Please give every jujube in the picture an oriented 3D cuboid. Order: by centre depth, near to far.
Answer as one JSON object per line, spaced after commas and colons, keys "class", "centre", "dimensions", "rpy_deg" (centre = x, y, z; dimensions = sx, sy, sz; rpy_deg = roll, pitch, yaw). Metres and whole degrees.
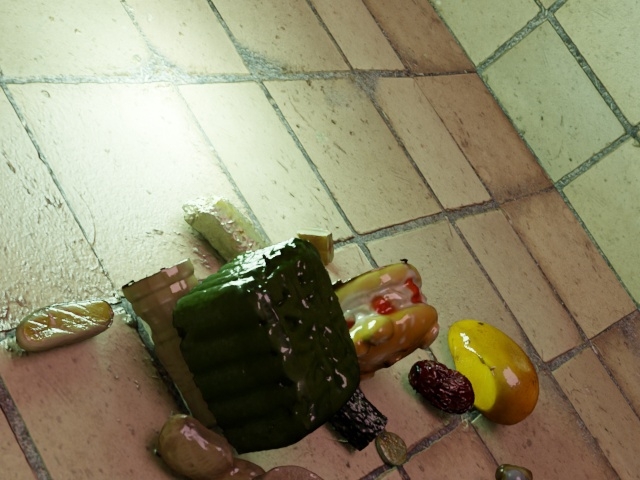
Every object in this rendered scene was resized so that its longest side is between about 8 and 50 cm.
{"class": "jujube", "centre": [0.274, 0.326, 2.339], "dimensions": [0.166, 0.104, 0.104], "rpy_deg": [39, 35, -14]}

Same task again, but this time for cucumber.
{"class": "cucumber", "centre": [-0.017, 0.265, 2.062], "dimensions": [0.359, 0.096, 0.096], "rpy_deg": [45, 33, -4]}

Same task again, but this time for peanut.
{"class": "peanut", "centre": [-0.178, 0.378, 1.743], "dimensions": [0.228, 0.104, 0.086], "rpy_deg": [41, 42, -17]}

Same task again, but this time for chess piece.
{"class": "chess piece", "centre": [-0.237, 0.189, 1.865], "dimensions": [0.137, 0.137, 0.301], "rpy_deg": [-24, 90, -56]}

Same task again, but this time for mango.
{"class": "mango", "centre": [0.415, 0.307, 2.484], "dimensions": [0.191, 0.160, 0.290], "rpy_deg": [-4, 51, -44]}

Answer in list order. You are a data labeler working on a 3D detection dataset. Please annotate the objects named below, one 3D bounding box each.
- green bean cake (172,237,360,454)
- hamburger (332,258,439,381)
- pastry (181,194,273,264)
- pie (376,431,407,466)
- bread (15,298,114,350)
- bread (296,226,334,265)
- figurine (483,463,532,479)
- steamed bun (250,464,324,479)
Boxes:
{"class": "green bean cake", "centre": [-0.075, 0.174, 1.835], "dimensions": [0.319, 0.218, 0.335], "rpy_deg": [-43, 116, -59]}
{"class": "hamburger", "centre": [0.113, 0.172, 2.131], "dimensions": [0.186, 0.261, 0.303], "rpy_deg": [64, 1, 21]}
{"class": "pastry", "centre": [-0.175, 0.000, 2.141], "dimensions": [0.258, 0.089, 0.121], "rpy_deg": [50, 20, -5]}
{"class": "pie", "centre": [0.150, 0.434, 2.157], "dimensions": [0.085, 0.017, 0.085], "rpy_deg": [31, 36, -26]}
{"class": "bread", "centre": [-0.430, 0.141, 1.722], "dimensions": [0.214, 0.053, 0.073], "rpy_deg": [-15, 74, -57]}
{"class": "bread", "centre": [0.000, 0.000, 2.367], "dimensions": [0.109, 0.062, 0.043], "rpy_deg": [46, 34, -1]}
{"class": "figurine", "centre": [0.377, 0.577, 2.100], "dimensions": [0.382, 0.186, 0.261], "rpy_deg": [-57, 143, -75]}
{"class": "steamed bun", "centre": [-0.037, 0.516, 1.619], "dimensions": [0.199, 0.251, 0.301], "rpy_deg": [3, 52, -31]}
